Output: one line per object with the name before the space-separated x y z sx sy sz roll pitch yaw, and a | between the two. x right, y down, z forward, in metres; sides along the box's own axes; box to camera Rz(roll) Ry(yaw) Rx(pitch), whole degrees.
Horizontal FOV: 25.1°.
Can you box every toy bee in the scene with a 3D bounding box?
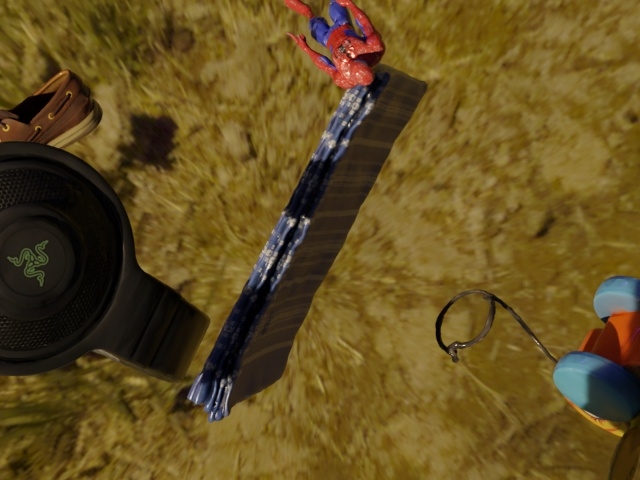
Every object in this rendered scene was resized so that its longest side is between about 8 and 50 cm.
toy bee | 0.257 0.101 1.140 0.195 0.298 0.162 -47 119 -4

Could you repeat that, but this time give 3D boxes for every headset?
headset | -0.212 -0.034 0.840 0.243 0.394 0.185 19 80 35

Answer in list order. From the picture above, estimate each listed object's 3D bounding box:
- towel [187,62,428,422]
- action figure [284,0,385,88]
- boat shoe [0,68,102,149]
towel | 0.000 0.000 1.293 0.040 0.243 0.336 29 99 10
action figure | 0.007 -0.110 0.751 0.038 0.115 0.030 -45 126 13
boat shoe | -0.288 -0.096 1.331 0.178 0.064 0.060 -37 132 -16
